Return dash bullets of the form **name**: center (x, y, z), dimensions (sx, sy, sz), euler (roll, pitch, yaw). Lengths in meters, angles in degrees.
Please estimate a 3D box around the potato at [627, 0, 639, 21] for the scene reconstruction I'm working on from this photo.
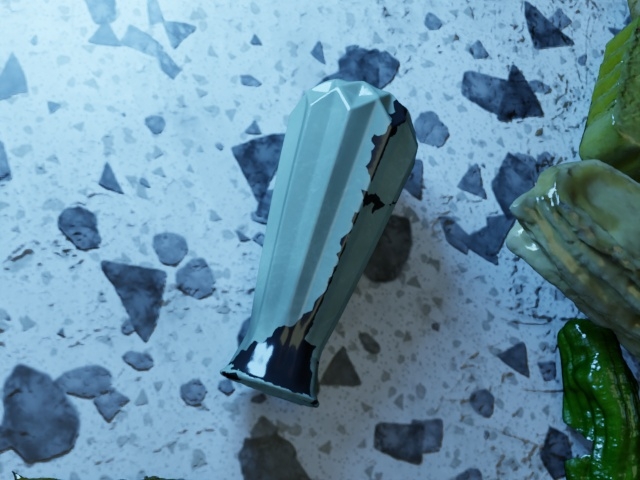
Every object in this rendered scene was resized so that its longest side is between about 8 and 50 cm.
- **potato**: center (0.559, -0.366, 1.137), dimensions (0.243, 0.098, 0.138), euler (-33, 90, -29)

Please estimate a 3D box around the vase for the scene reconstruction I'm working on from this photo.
- **vase**: center (0.000, 0.000, 0.849), dimensions (0.165, 0.165, 0.360), euler (21, 74, -9)

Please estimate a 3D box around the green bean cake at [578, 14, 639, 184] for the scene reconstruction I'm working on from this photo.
- **green bean cake**: center (0.494, -0.173, 1.048), dimensions (0.233, 0.124, 0.236), euler (24, 70, -7)

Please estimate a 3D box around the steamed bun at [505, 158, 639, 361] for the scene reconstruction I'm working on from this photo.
- **steamed bun**: center (0.417, 0.062, 0.901), dimensions (0.428, 0.189, 0.247), euler (36, 53, 7)

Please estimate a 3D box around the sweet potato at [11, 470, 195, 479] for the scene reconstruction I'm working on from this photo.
- **sweet potato**: center (-0.183, 0.274, 0.763), dimensions (0.274, 0.067, 0.067), euler (10, 72, -8)

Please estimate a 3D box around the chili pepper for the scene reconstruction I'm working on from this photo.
- **chili pepper**: center (0.346, 0.218, 0.908), dimensions (0.083, 0.099, 0.253), euler (8, 73, -23)
